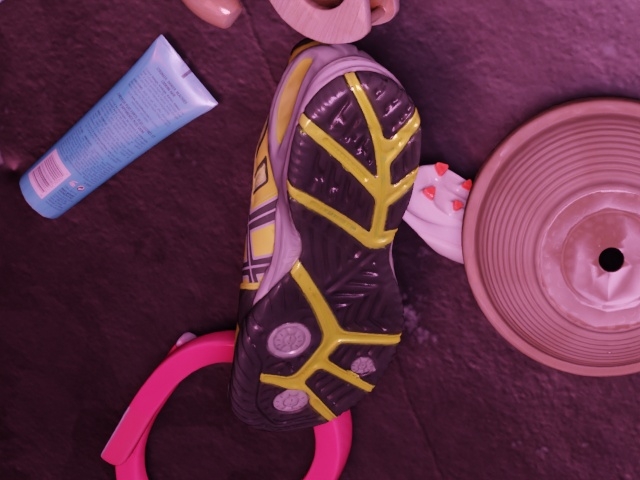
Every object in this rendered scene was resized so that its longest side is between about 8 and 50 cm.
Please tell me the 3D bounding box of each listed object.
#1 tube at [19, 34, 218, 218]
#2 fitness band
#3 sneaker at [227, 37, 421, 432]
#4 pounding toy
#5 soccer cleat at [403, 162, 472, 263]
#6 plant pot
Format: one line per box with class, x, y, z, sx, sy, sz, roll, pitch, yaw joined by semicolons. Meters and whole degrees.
tube;-0.193;-0.098;1.740;0.207;0.052;0.080;-37;101;26
fitness band;-0.092;0.208;1.840;0.209;0.054;0.291;35;122;0
sneaker;0.000;0.000;1.658;0.145;0.147;0.385;5;121;-19
pounding toy;0.003;-0.243;1.529;0.154;0.155;0.269;46;121;2
soccer cleat;0.151;0.003;1.644;0.196;0.068;0.076;35;151;-4
plant pot;0.234;0.004;1.537;0.237;0.110;0.237;1;100;4
